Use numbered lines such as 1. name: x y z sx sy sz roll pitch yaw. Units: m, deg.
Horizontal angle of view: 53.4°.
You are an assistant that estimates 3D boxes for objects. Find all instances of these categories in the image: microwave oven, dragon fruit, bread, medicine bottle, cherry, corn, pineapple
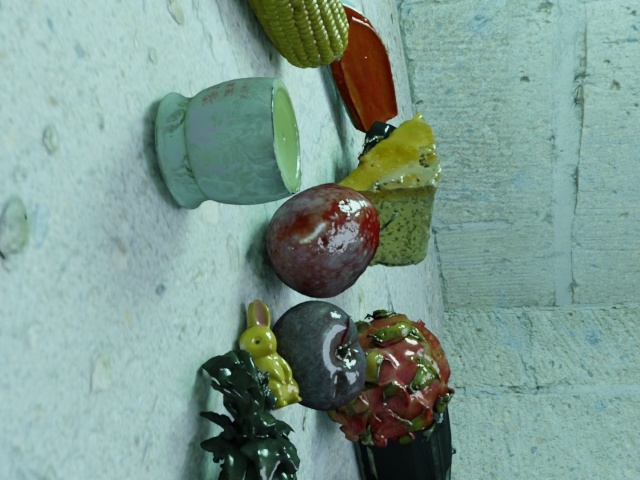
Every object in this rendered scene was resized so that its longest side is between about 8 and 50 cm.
1. microwave oven: 0.220 0.479 1.604 0.286 0.219 0.354 -64 147 -62
2. dragon fruit: 0.126 0.282 1.306 0.291 0.250 0.268 -23 95 -50
3. bread: 0.126 -0.120 1.424 0.315 0.279 0.248 -100 -176 -52
4. medicine bottle: -0.105 -0.113 0.749 0.147 0.143 0.147 -5 90 -79
5. cherry: 0.000 0.000 1.029 0.175 0.192 0.250 52 21 8
6. cherry: -0.013 0.175 0.981 0.140 0.176 0.176 -21 109 -42
7. corn: -0.057 -0.406 1.012 0.387 0.144 0.143 39 49 -65
8. pineapple: -0.079 0.290 0.783 0.170 0.141 0.309 -5 83 -69

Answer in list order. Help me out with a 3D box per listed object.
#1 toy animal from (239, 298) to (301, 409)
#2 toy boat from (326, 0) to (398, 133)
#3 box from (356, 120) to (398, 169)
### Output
1. toy animal: -0.088 0.164 0.904 0.070 0.083 0.159 8 65 -64
2. toy boat: 0.082 -0.424 1.519 0.133 0.145 0.331 51 -10 44
3. box: 0.136 -0.147 1.602 0.289 0.073 0.289 -16 123 -72
